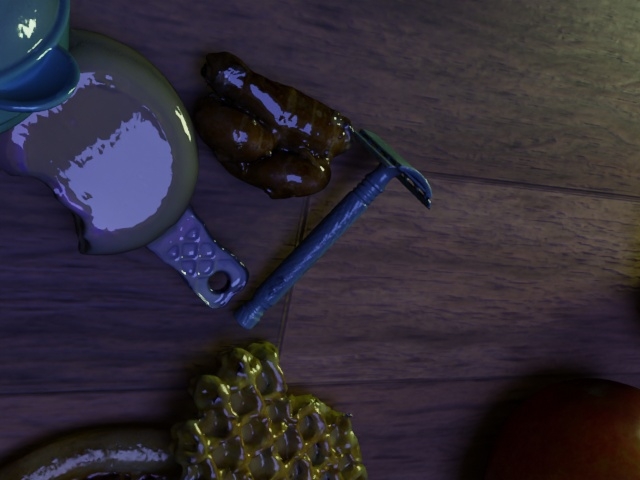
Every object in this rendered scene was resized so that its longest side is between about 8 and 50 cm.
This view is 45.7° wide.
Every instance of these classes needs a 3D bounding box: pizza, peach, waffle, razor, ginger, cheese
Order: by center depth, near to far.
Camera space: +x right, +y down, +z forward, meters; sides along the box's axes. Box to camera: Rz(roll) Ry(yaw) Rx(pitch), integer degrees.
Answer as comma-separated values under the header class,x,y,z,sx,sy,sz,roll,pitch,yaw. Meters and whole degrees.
class,x,y,z,sx,sy,sz,roll,pitch,yaw
cheese,-0.160,-0.041,0.655,0.163,0.082,0.286,-40,121,-8
ginger,-0.051,-0.096,0.697,0.162,0.073,0.103,26,81,-25
pizza,-0.202,0.279,0.758,0.292,0.058,0.197,12,101,-30
razor,0.000,0.000,0.758,0.232,0.106,0.068,-46,121,8
waffle,-0.047,0.232,0.789,0.253,0.056,0.249,13,82,-40
peach,0.323,0.299,0.940,0.274,0.248,0.245,-11,78,-9

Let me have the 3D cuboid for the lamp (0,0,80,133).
class,x,y,z,sx,sy,sz,roll,pitch,yaw
lamp,-0.298,-0.150,0.486,0.284,0.209,0.147,-6,140,1
